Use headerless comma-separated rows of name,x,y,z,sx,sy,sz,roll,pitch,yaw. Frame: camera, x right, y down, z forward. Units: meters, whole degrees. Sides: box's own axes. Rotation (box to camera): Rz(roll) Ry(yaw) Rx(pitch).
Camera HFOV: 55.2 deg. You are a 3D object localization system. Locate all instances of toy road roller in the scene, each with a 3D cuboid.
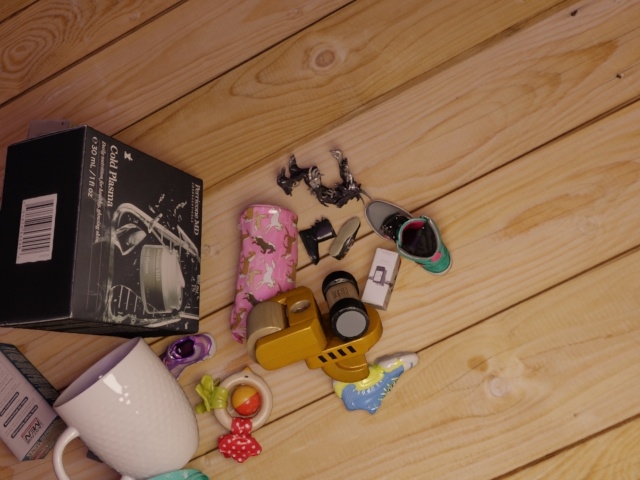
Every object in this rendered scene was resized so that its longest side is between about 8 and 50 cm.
toy road roller,-0.005,0.250,1.537,0.330,0.202,0.240,-18,114,1

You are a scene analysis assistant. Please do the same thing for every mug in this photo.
mug,-0.515,0.495,1.596,0.374,0.276,0.328,-44,104,-36

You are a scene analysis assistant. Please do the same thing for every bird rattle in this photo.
bird rattle,-0.224,0.460,1.662,0.207,0.143,0.253,-37,71,-15

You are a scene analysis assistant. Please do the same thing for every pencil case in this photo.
pencil case,-0.158,0.098,1.727,0.167,0.160,0.386,-14,67,50

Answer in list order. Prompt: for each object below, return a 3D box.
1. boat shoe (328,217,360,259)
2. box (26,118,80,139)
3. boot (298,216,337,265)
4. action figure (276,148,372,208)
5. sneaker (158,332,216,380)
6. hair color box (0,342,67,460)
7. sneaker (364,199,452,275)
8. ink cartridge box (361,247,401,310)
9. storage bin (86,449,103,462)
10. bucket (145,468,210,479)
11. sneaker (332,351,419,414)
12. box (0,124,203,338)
boat shoe,0.075,-0.005,1.753,0.049,0.042,0.133,27,81,46
box,-0.752,-0.255,1.906,0.148,0.311,0.121,1,75,16
boot,0.000,0.000,1.772,0.099,0.045,0.121,-25,71,1
action figure,0.014,-0.176,1.757,0.276,0.140,0.164,14,38,24
sneaker,-0.418,0.340,1.756,0.236,0.104,0.095,-34,70,5
hair color box,-0.918,0.482,1.852,0.347,0.105,0.174,37,87,22
sneaker,0.223,-0.027,1.643,0.295,0.178,0.124,40,87,22
ink cartridge box,0.166,0.109,1.657,0.063,0.109,0.150,15,80,15
storage bin,-0.611,0.570,1.751,0.098,0.091,0.135,12,77,18
bucket,-0.390,0.718,1.555,0.281,0.281,0.183,-28,61,6
sneaker,0.157,0.379,1.609,0.240,0.091,0.126,-20,89,9
box,-0.579,0.010,1.668,0.298,0.472,0.479,-7,75,24
